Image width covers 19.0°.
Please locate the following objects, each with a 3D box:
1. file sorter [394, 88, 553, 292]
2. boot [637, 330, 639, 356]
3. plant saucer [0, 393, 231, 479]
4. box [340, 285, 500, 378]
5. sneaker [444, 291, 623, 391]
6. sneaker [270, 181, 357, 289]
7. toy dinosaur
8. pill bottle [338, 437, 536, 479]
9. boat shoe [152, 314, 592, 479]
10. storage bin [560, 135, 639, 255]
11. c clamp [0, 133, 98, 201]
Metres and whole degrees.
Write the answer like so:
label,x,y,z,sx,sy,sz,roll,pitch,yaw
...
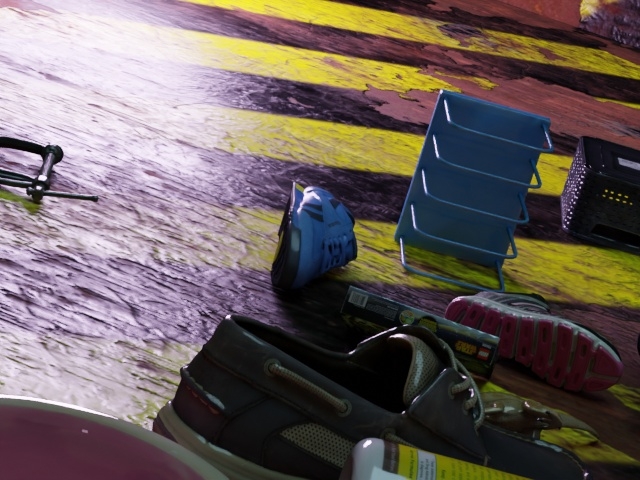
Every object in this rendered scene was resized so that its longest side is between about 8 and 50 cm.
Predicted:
label,x,y,z,sx,sy,sz,roll,pitch,yaw
file sorter,0.157,-0.046,1.934,0.118,0.170,0.104,15,20,-6
boot,0.460,0.143,1.738,0.338,0.118,0.223,22,13,4
plant saucer,-0.162,0.179,1.103,0.332,0.084,0.332,14,17,-5
box,0.087,0.081,1.657,0.137,0.027,0.094,19,-9,9
sneaker,0.202,0.085,1.749,0.170,0.063,0.075,18,23,22
sneaker,0.000,0.000,1.820,0.082,0.069,0.209,20,17,-3
toy dinosaur,0.170,0.145,1.555,0.183,0.053,0.092,10,17,-21
pill bottle,0.111,0.206,1.211,0.215,0.117,0.117,15,18,-3
boat shoe,0.060,0.134,1.333,0.355,0.130,0.132,13,18,-33
storage bin,0.358,-0.054,2.279,0.122,0.084,0.180,17,18,1
c clamp,-0.287,-0.071,1.862,0.137,0.022,0.161,8,20,-10
